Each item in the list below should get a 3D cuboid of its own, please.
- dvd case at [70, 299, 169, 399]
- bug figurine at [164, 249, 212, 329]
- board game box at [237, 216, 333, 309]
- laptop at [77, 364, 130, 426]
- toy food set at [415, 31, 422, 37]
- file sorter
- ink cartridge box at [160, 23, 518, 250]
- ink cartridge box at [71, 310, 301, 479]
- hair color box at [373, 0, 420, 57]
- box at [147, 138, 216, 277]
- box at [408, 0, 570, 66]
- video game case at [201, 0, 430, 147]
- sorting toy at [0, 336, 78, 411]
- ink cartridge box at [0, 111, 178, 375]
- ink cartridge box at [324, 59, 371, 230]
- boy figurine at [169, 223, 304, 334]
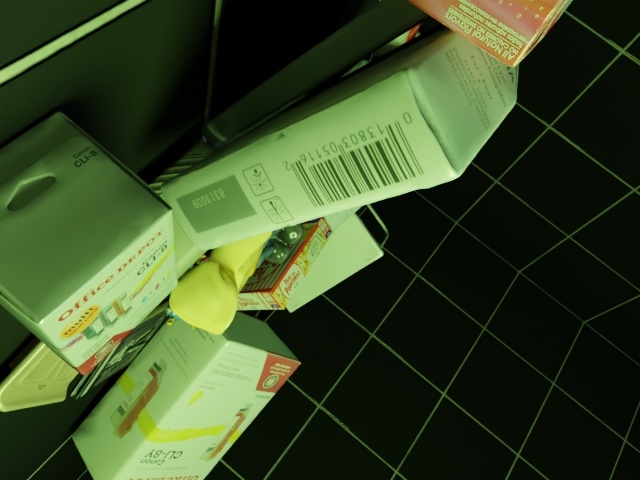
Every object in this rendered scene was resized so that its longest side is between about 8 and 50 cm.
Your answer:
[{"bbox_3d":[-0.350,0.189,1.031,0.164,0.018,0.221,-52,175,19],"label":"dvd case"},{"bbox_3d":[-0.186,0.021,0.975,0.279,0.072,0.216,-61,176,34],"label":"bug figurine"},{"bbox_3d":[-0.081,0.041,0.995,0.147,0.045,0.193,-8,-142,41],"label":"board game box"},{"bbox_3d":[-0.387,0.292,1.383,0.382,0.236,0.408,-50,146,-14],"label":"laptop"},{"bbox_3d":[0.209,-0.386,1.280,0.232,0.105,0.111,-48,173,-26],"label":"toy food set"},{"bbox_3d":[0.000,0.000,1.334,0.278,0.192,0.173,-34,-174,24],"label":"file sorter"},{"bbox_3d":[0.062,-0.142,0.587,0.308,0.091,0.385,-15,-160,43],"label":"ink cartridge box"},{"bbox_3d":[-0.269,0.331,1.160,0.384,0.160,0.279,-50,146,3],"label":"ink cartridge box"},{"bbox_3d":[0.129,-0.368,0.960,0.043,0.072,0.141,-49,174,-14],"label":"hair color box"},{"bbox_3d":[-0.205,0.015,0.634,0.275,0.094,0.113,-48,-177,-28],"label":"box"},{"bbox_3d":[0.081,-0.255,0.394,0.128,0.257,0.122,-45,169,-47],"label":"box"},{"bbox_3d":[0.049,-0.236,0.663,0.329,0.036,0.300,-20,-162,43],"label":"video game case"},{"bbox_3d":[-0.330,0.127,0.750,0.208,0.038,0.193,-54,175,-11],"label":"sorting toy"},{"bbox_3d":[-0.211,0.012,0.467,0.128,0.127,0.176,-47,172,-26],"label":"ink cartridge box"},{"bbox_3d":[0.061,-0.173,1.050,0.330,0.071,0.324,-42,154,-11],"label":"ink cartridge box"},{"bbox_3d":[-0.112,0.030,0.787,0.177,0.092,0.285,-55,180,25],"label":"boy figurine"}]
